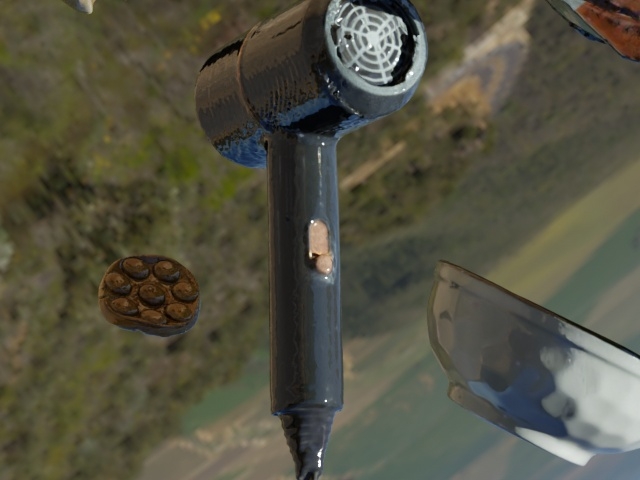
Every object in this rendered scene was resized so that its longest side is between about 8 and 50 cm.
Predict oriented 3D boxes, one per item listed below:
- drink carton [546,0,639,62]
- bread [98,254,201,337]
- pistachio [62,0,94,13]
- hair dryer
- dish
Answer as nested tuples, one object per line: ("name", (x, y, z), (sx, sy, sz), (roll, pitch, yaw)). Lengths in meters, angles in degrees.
("drink carton", (0.201, -0.219, 1.040), (0.185, 0.191, 0.189), (-47, 173, 6))
("bread", (-0.174, 0.057, 1.692), (0.110, 0.110, 0.024), (-27, 153, -36))
("pistachio", (-0.216, -0.271, 1.544), (0.113, 0.149, 0.113), (-9, 116, -19))
("hair dryer", (0.000, 0.000, 1.179), (0.107, 0.352, 0.189), (4, 167, -30))
("dish", (0.210, 0.129, 1.551), (0.120, 0.303, 0.303), (-63, 164, 0))
